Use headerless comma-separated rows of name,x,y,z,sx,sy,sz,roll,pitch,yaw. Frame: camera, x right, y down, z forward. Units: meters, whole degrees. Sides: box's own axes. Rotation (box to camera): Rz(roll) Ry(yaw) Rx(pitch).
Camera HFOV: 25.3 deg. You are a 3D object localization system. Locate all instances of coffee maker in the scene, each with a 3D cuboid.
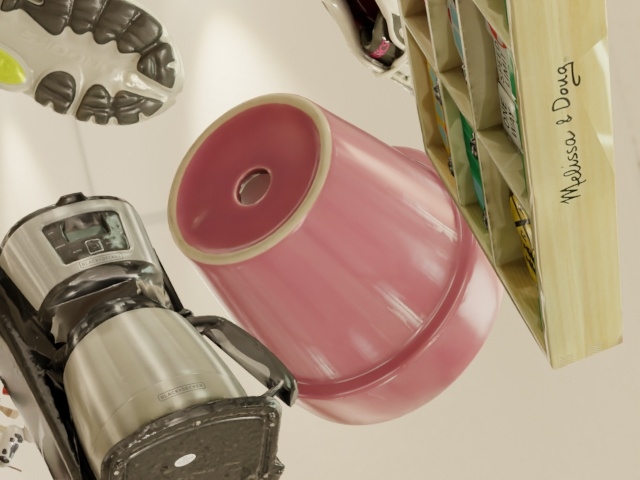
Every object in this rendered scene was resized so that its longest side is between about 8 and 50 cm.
coffee maker,-0.112,0.091,0.762,0.178,0.120,0.171,53,-57,41

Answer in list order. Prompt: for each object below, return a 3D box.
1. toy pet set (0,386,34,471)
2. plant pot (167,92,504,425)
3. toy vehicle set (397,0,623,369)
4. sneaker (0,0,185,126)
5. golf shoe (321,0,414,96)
toy pet set,-0.198,0.138,0.899,0.122,0.065,0.114,93,18,-76
plant pot,0.000,0.000,0.972,0.180,0.201,0.201,42,1,-45
toy vehicle set,0.071,-0.092,0.600,0.166,0.035,0.267,-115,-172,-46
sneaker,-0.216,-0.153,0.907,0.107,0.279,0.118,-60,-173,9
golf shoe,0.088,-0.155,1.224,0.273,0.120,0.105,46,-49,-1
